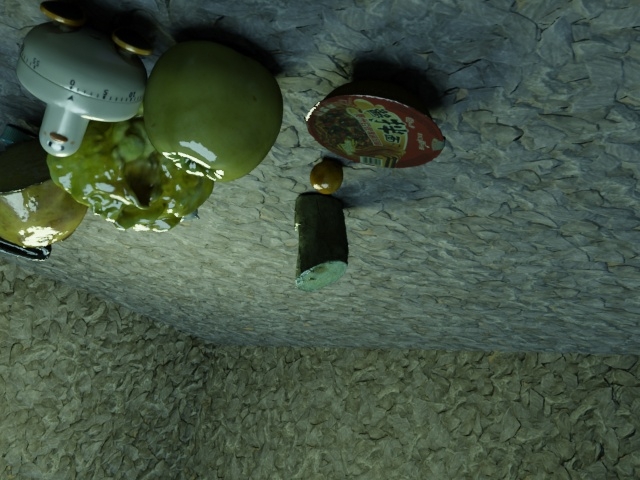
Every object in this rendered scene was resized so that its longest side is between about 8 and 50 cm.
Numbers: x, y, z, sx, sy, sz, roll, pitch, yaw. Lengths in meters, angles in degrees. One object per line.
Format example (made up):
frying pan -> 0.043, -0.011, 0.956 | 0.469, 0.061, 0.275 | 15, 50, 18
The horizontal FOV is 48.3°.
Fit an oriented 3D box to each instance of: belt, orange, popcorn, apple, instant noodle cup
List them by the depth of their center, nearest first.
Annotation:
apple -> -0.207, -0.244, 1.355 | 0.262, 0.262, 0.262 | 11, 160, 4
instant noodle cup -> 0.111, -0.238, 1.372 | 0.274, 0.091, 0.274 | 12, 160, 4
popcorn -> -0.427, -0.177, 1.657 | 0.293, 0.292, 0.334 | 33, 175, 21
orange -> 0.015, -0.151, 1.692 | 0.085, 0.085, 0.085 | 11, 160, 4
belt -> -0.762, -0.246, 1.917 | 0.100, 0.065, 0.179 | 5, 162, 47

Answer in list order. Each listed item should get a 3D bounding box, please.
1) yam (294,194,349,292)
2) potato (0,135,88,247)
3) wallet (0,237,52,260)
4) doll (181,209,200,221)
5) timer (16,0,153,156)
yam -> 0.000, 0.000, 1.881 | 0.154, 0.254, 0.154 | 1, 154, 0
potato -> -0.704, -0.104, 1.825 | 0.289, 0.301, 0.237 | 1, 126, 13
wallet -> -0.871, -0.086, 2.046 | 0.228, 0.062, 0.406 | 19, -158, -23
doll -> -0.429, -0.109, 2.076 | 0.180, 0.079, 0.094 | 26, 175, 0
timer -> -0.447, -0.292, 1.332 | 0.233, 0.233, 0.240 | 19, 115, -18
